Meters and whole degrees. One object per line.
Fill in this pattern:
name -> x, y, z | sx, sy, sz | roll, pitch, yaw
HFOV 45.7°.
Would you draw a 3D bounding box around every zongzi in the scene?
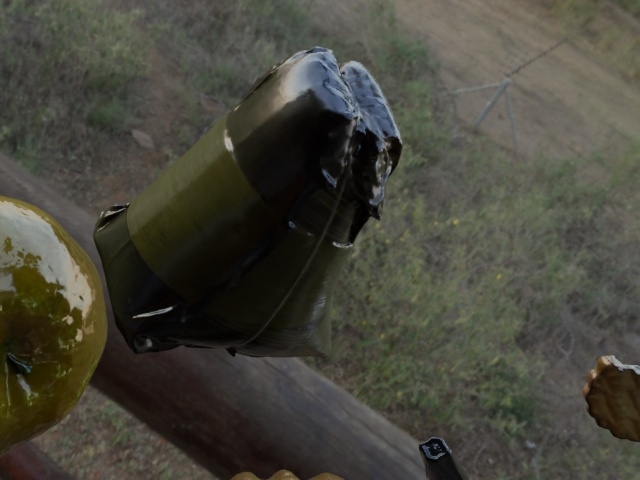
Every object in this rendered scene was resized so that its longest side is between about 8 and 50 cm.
zongzi -> 0.000, 0.000, 0.697 | 0.317, 0.289, 0.154 | 24, 38, -46

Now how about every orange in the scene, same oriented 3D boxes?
orange -> -0.361, 0.084, 0.770 | 0.235, 0.279, 0.279 | 17, 20, 39

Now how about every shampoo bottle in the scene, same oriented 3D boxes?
shampoo bottle -> 0.135, 0.251, 0.825 | 0.048, 0.137, 0.027 | 7, 57, 25

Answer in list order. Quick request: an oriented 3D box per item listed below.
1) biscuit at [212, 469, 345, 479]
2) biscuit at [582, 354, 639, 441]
biscuit -> -0.046, 0.355, 0.834 | 0.326, 0.326, 0.107 | 21, 38, -17
biscuit -> 0.458, 0.235, 1.125 | 0.183, 0.118, 0.061 | 36, 33, -15
